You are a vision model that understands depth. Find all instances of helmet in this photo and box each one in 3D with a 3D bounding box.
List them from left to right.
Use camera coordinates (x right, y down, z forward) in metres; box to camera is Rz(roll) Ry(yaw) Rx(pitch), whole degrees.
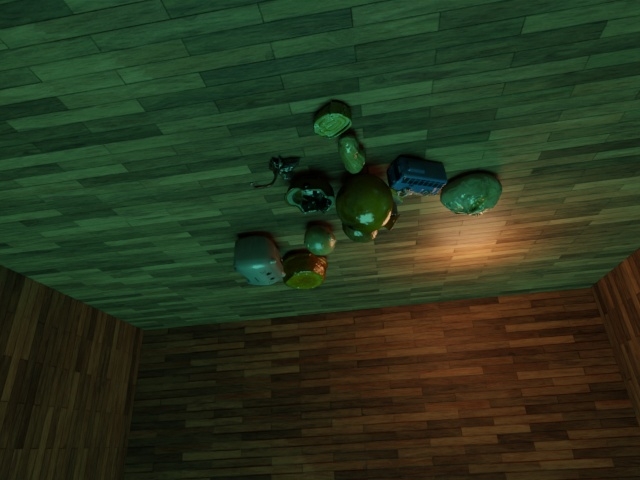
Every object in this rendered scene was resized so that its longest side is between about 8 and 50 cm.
[{"bbox_3d":[-0.042,-0.217,1.876,0.224,0.130,0.198,9,149,3],"label":"helmet"}]

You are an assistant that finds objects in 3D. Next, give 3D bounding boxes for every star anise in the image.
[{"bbox_3d":[-0.178,-0.254,1.705,0.148,0.228,0.218,-13,142,33],"label":"star anise"}]

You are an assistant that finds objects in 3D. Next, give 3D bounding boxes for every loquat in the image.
[{"bbox_3d":[0.195,-0.167,1.854,0.262,0.263,0.263,-3,154,-1],"label":"loquat"}]

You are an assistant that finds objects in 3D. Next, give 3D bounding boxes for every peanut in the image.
[{"bbox_3d":[0.125,-0.346,1.676,0.098,0.090,0.214,0,157,21],"label":"peanut"}]

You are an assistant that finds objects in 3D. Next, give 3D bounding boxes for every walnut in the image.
[{"bbox_3d":[0.203,-0.070,2.163,0.167,0.168,0.207,-21,144,32],"label":"walnut"}]

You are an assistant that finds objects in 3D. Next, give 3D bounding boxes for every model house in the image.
[{"bbox_3d":[0.297,-0.145,2.049,0.207,0.136,0.219,-24,147,37],"label":"model house"}]

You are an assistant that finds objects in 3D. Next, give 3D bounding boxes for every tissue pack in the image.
[{"bbox_3d":[-0.339,0.117,2.398,0.235,0.230,0.333,-6,154,8],"label":"tissue pack"}]

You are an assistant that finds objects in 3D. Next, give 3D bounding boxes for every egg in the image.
[{"bbox_3d":[-0.003,0.001,2.281,0.164,0.164,0.201,-19,142,29],"label":"egg"}]

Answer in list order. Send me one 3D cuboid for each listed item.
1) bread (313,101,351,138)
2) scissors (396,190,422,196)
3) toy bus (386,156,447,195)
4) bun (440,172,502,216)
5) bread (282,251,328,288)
[{"bbox_3d":[0.040,-0.434,1.522,0.156,0.064,0.117,-24,143,38],"label":"bread"},{"bbox_3d":[0.453,-0.231,2.024,0.188,0.015,0.100,8,142,-33],"label":"scissors"},{"bbox_3d":[0.417,-0.281,1.818,0.233,0.116,0.133,5,153,-20],"label":"toy bus"},{"bbox_3d":[0.718,-0.198,1.984,0.287,0.146,0.287,-5,155,-2],"label":"bun"},{"bbox_3d":[-0.102,0.191,2.641,0.311,0.173,0.312,-2,151,-1],"label":"bread"}]
